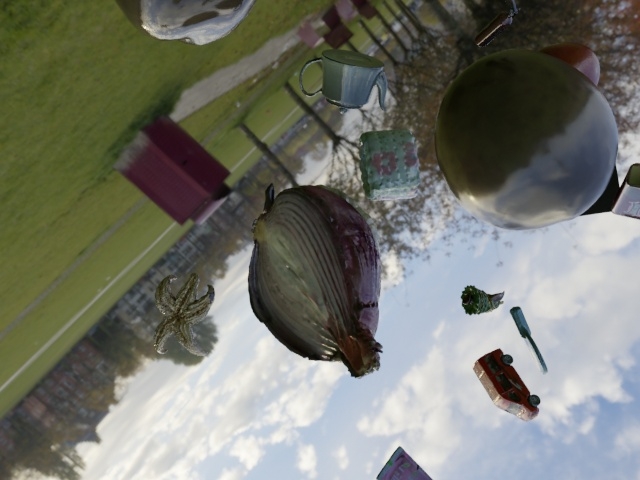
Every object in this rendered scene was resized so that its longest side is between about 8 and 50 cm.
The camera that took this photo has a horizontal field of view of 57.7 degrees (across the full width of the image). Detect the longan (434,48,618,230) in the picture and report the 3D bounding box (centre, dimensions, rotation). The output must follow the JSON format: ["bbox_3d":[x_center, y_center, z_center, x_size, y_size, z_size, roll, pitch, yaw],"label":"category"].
[{"bbox_3d":[0.352,-0.171,1.021,0.319,0.319,0.319,-44,-170,9],"label":"longan"}]

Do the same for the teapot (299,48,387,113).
[{"bbox_3d":[0.061,-0.403,1.506,0.162,0.239,0.149,-73,175,-59],"label":"teapot"}]

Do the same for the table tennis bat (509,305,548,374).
[{"bbox_3d":[0.573,0.275,1.600,0.033,0.201,0.124,-24,-179,6],"label":"table tennis bat"}]

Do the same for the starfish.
[{"bbox_3d":[-0.364,0.206,1.528,0.238,0.216,0.071,-48,175,12],"label":"starfish"}]

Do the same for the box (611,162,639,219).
[{"bbox_3d":[0.785,-0.111,1.403,0.224,0.120,0.069,37,71,-66],"label":"box"}]

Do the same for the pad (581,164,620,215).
[{"bbox_3d":[0.764,-0.168,1.627,0.127,0.190,0.004,-10,180,37],"label":"pad"}]

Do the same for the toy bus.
[{"bbox_3d":[0.492,0.389,1.538,0.089,0.195,0.081,-18,148,-17],"label":"toy bus"}]

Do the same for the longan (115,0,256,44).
[{"bbox_3d":[-0.305,-0.632,1.317,0.404,0.336,0.405,12,90,-73],"label":"longan"}]

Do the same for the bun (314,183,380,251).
[{"bbox_3d":[0.000,0.000,1.684,0.360,0.359,0.211,-47,177,-13],"label":"bun"}]

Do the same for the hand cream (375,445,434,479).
[{"bbox_3d":[0.220,0.546,1.224,0.050,0.275,0.079,-23,-153,42],"label":"hand cream"}]

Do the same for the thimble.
[{"bbox_3d":[0.187,-0.201,1.593,0.149,0.185,0.211,-5,-136,-2],"label":"thimble"}]

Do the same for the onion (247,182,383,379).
[{"bbox_3d":[0.030,0.077,0.935,0.159,0.349,0.267,-8,136,-38],"label":"onion"}]

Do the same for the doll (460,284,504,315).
[{"bbox_3d":[0.415,0.162,1.460,0.077,0.113,0.078,-81,-167,-48],"label":"doll"}]

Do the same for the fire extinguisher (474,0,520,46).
[{"bbox_3d":[0.293,-0.349,0.932,0.046,0.032,0.100,-10,171,-23],"label":"fire extinguisher"}]

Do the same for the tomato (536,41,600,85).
[{"bbox_3d":[0.527,-0.359,1.276,0.167,0.167,0.167,-44,-170,9],"label":"tomato"}]
